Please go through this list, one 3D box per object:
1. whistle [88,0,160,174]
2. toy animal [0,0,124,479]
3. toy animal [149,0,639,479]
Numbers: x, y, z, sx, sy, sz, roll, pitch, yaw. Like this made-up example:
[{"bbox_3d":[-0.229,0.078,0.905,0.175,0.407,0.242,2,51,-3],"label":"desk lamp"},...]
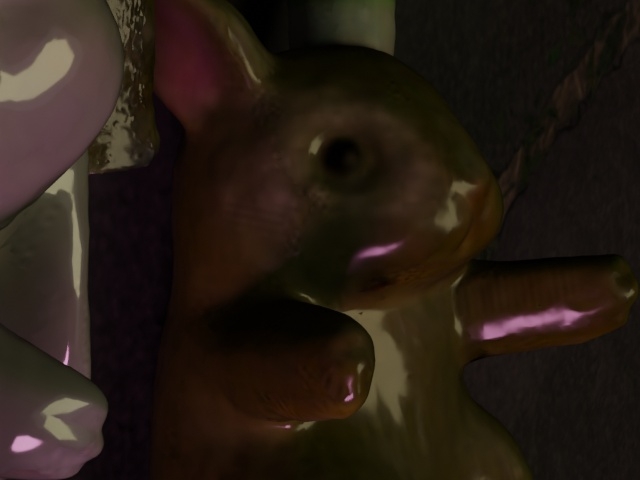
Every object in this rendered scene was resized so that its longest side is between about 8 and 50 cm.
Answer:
[{"bbox_3d":[-0.093,-0.185,0.548,0.068,0.057,0.326,-7,105,-26],"label":"whistle"},{"bbox_3d":[-0.154,0.001,0.434,0.289,0.174,0.249,-54,126,-26],"label":"toy animal"},{"bbox_3d":[0.014,0.010,0.646,0.181,0.180,0.362,-13,109,-50],"label":"toy animal"}]
